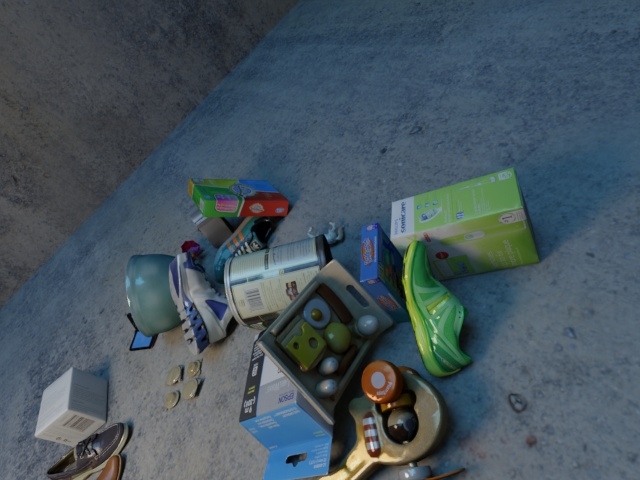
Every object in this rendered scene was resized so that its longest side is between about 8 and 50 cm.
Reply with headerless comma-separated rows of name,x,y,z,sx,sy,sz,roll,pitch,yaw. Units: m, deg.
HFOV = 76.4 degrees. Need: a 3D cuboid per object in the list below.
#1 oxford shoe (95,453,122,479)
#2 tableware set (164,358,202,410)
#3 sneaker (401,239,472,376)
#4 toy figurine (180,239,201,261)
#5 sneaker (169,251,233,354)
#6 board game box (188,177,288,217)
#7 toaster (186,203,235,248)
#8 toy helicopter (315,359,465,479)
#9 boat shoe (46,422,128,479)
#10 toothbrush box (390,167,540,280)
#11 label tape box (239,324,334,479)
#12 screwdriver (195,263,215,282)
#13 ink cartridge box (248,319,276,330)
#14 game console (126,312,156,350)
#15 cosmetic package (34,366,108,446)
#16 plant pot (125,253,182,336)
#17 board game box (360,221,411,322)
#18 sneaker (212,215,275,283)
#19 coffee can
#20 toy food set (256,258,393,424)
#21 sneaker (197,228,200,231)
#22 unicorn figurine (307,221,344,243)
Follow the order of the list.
oxford shoe,-0.650,0.730,1.178,0.076,0.076,0.213,-9,49,35
tableware set,-0.440,0.454,1.295,0.168,0.020,0.141,-27,41,20
sneaker,0.253,0.141,0.892,0.123,0.109,0.296,-15,86,8
toy figurine,-0.543,0.065,1.646,0.173,0.130,0.159,-10,40,43
sneaker,-0.370,0.192,1.325,0.127,0.182,0.316,-26,79,52
board game box,-0.313,-0.165,1.540,0.242,0.316,0.064,42,128,49
toaster,-0.437,-0.077,1.631,0.110,0.186,0.168,-39,40,-10
toy helicopter,0.118,0.432,0.816,0.355,0.140,0.235,-50,49,7
boat shoe,-0.733,0.673,1.279,0.285,0.092,0.103,-37,40,6
toothbrush box,0.334,-0.021,0.950,0.282,0.206,0.122,-13,48,29
label tape box,-0.081,0.360,0.964,0.249,0.115,0.348,-37,34,41
screwdriver,-0.450,0.132,1.585,0.025,0.024,0.169,-25,35,-26
ink cartridge box,-0.161,0.176,1.282,0.108,0.062,0.210,1,56,39
game console,-0.688,0.341,1.546,0.143,0.124,0.085,-14,21,29
cosmetic package,-0.860,0.579,1.418,0.151,0.151,0.184,-39,39,4
plant pot,-0.534,0.176,1.444,0.196,0.293,0.293,-12,42,-6
board game box,0.164,0.082,0.991,0.047,0.210,0.160,-18,45,27
sneaker,-0.273,0.026,1.468,0.120,0.108,0.302,4,56,45
coffee can,-0.099,0.111,1.128,0.274,0.202,0.202,-13,46,7
toy food set,0.026,0.206,0.899,0.092,0.220,0.306,-40,4,45
sneaker,-0.488,-0.122,1.787,0.186,0.084,0.069,-50,41,-10
unicorn figurine,0.000,0.000,1.310,0.161,0.060,0.111,-27,42,18
